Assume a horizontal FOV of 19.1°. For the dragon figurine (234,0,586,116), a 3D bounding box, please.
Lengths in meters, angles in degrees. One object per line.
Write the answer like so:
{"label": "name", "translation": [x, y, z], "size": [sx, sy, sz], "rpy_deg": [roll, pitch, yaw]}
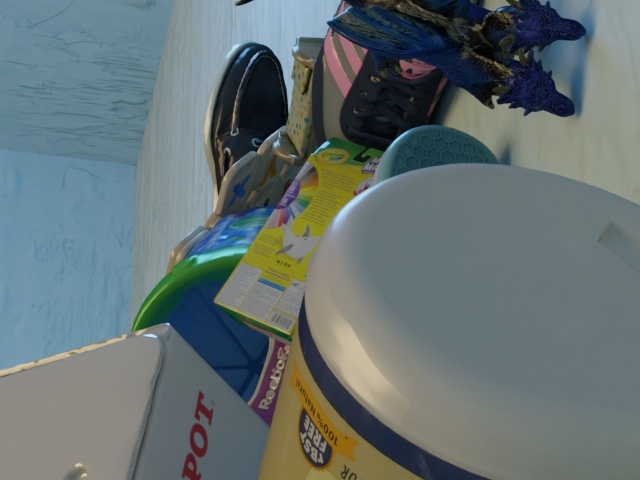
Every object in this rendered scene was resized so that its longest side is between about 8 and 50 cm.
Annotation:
{"label": "dragon figurine", "translation": [0.063, -0.160, 1.326], "size": [0.085, 0.289, 0.144], "rpy_deg": [-64, -19, -1]}

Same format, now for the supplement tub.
{"label": "supplement tub", "translation": [0.078, 0.144, 0.982], "size": [0.228, 0.228, 0.316], "rpy_deg": [-98, 18, -53]}

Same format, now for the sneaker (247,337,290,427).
{"label": "sneaker", "translation": [0.015, 0.123, 1.620], "size": [0.114, 0.152, 0.305], "rpy_deg": [22, 82, 46]}

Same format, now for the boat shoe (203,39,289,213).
{"label": "boat shoe", "translation": [-0.066, -0.064, 2.206], "size": [0.113, 0.127, 0.340], "rpy_deg": [3, 82, 42]}

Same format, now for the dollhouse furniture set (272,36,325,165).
{"label": "dollhouse furniture set", "translation": [0.004, -0.187, 1.833], "size": [0.161, 0.101, 0.182], "rpy_deg": [-120, 36, -54]}

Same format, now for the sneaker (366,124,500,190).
{"label": "sneaker", "translation": [0.056, 0.094, 1.421], "size": [0.208, 0.127, 0.319], "rpy_deg": [125, 159, -65]}

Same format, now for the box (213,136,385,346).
{"label": "box", "translation": [0.000, 0.000, 1.575], "size": [0.105, 0.043, 0.179], "rpy_deg": [21, 74, 46]}

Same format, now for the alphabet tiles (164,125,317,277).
{"label": "alphabet tiles", "translation": [-0.076, -0.013, 1.991], "size": [0.284, 0.021, 0.278], "rpy_deg": [-42, -22, -41]}

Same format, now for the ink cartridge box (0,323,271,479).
{"label": "ink cartridge box", "translation": [-0.074, 0.285, 1.178], "size": [0.395, 0.166, 0.285], "rpy_deg": [50, -144, -37]}

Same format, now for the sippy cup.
{"label": "sippy cup", "translation": [-0.053, 0.078, 1.785], "size": [0.240, 0.305, 0.224], "rpy_deg": [62, -167, -19]}

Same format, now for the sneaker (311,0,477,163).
{"label": "sneaker", "translation": [0.060, -0.153, 1.570], "size": [0.131, 0.112, 0.319], "rpy_deg": [-94, 13, -54]}
